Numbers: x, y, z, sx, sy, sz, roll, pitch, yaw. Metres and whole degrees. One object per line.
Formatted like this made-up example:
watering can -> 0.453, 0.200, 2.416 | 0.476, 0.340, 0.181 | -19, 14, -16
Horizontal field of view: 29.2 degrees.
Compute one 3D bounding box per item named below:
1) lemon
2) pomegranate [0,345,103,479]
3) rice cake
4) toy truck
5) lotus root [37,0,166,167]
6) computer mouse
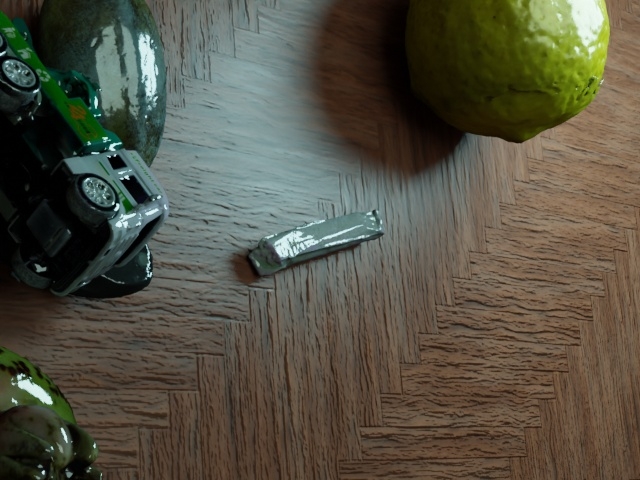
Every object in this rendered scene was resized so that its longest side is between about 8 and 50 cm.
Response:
lemon -> 0.309, -0.353, 2.047 | 0.349, 0.349, 0.387 | 2, 83, -44
pomegranate -> -0.351, 0.221, 1.224 | 0.285, 0.340, 0.285 | 11, 74, -43
rice cake -> 0.000, 0.000, 1.841 | 0.270, 0.049, 0.055 | -18, 68, -46
toy truck -> -0.329, -0.119, 1.424 | 0.363, 0.176, 0.178 | 54, 34, 14
lotus root -> -0.270, -0.183, 1.572 | 0.158, 0.140, 0.322 | -4, 83, -45
computer mouse -> -0.311, 0.007, 1.517 | 0.217, 0.073, 0.122 | 28, 43, -25
